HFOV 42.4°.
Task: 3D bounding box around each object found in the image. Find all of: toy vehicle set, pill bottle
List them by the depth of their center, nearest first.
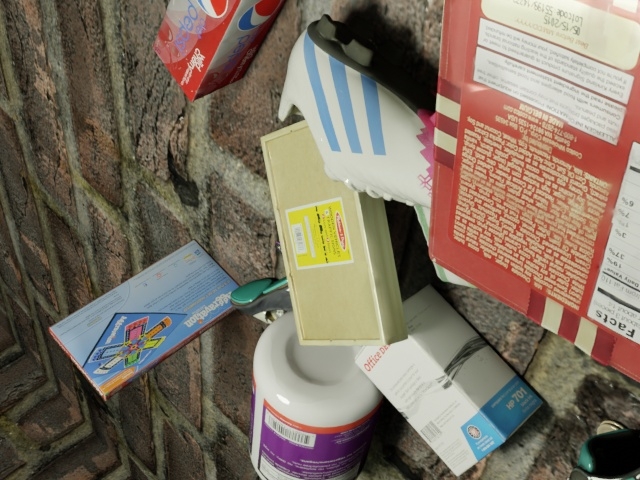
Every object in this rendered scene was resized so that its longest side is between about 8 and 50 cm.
[{"bbox_3d":[0.012,-0.010,0.964,0.166,0.035,0.266,-8,93,53],"label":"toy vehicle set"},{"bbox_3d":[-0.010,0.251,1.181,0.181,0.181,0.323,39,145,25],"label":"pill bottle"}]

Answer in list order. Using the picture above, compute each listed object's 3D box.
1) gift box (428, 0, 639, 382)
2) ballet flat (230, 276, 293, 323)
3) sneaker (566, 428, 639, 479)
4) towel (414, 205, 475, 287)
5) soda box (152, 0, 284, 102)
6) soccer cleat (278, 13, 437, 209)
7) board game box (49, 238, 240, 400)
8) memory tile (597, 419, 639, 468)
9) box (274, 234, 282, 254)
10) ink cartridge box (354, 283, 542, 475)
[{"bbox_3d":[0.237,-0.091,0.460,0.255,0.258,0.276,35,142,30],"label":"gift box"},{"bbox_3d":[-0.069,0.092,1.223,0.203,0.074,0.074,-17,104,55],"label":"ballet flat"},{"bbox_3d":[0.293,0.255,0.830,0.121,0.108,0.302,51,140,11],"label":"sneaker"},{"bbox_3d":[0.172,0.002,0.864,0.152,0.023,0.113,6,125,49],"label":"towel"},{"bbox_3d":[-0.106,-0.268,0.929,0.092,0.083,0.263,54,149,4],"label":"soda box"},{"bbox_3d":[0.083,-0.084,0.799,0.331,0.116,0.143,47,127,28],"label":"soccer cleat"},{"bbox_3d":[-0.266,0.118,1.308,0.145,0.281,0.027,44,147,20],"label":"board game box"},{"bbox_3d":[0.352,0.253,0.853,0.148,0.012,0.113,25,137,41],"label":"memory tile"},{"bbox_3d":[0.000,0.000,1.082,0.116,0.029,0.162,46,148,16],"label":"box"},{"bbox_3d":[0.147,0.168,0.986,0.190,0.082,0.139,49,148,15],"label":"ink cartridge box"}]
